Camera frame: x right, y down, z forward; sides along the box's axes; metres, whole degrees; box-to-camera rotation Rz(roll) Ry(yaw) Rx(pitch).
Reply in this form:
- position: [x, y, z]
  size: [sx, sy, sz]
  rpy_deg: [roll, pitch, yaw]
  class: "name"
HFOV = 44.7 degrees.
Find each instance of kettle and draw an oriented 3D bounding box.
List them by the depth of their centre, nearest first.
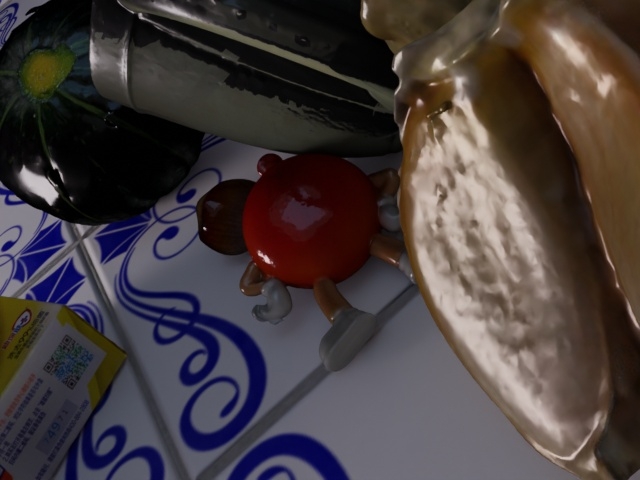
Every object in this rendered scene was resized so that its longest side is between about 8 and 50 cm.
- position: [-0.030, -0.188, 0.721]
  size: [0.321, 0.324, 0.228]
  rpy_deg: [-66, -5, -82]
  class: "kettle"

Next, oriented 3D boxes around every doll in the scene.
- position: [0.000, 0.000, 0.708]
  size: [0.183, 0.085, 0.217]
  rpy_deg: [-45, 55, -6]
  class: "doll"

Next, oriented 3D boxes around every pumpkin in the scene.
- position: [-0.272, -0.155, 0.999]
  size: [0.295, 0.296, 0.296]
  rpy_deg: [-23, 40, 21]
  class: "pumpkin"

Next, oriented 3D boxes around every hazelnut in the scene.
- position: [-0.089, -0.025, 0.817]
  size: [0.086, 0.086, 0.086]
  rpy_deg: [-23, 40, 21]
  class: "hazelnut"

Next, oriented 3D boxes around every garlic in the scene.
- position: [0.175, -0.012, 0.440]
  size: [0.286, 0.249, 0.313]
  rpy_deg: [-32, 73, 19]
  class: "garlic"

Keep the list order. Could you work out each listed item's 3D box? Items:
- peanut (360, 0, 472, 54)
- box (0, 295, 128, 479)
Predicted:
- position: [0.153, -0.169, 0.592]
  size: [0.120, 0.298, 0.136]
  rpy_deg: [37, 119, 48]
  class: "peanut"
- position: [-0.337, 0.190, 0.778]
  size: [0.168, 0.097, 0.265]
  rpy_deg: [4, 54, 42]
  class: "box"
